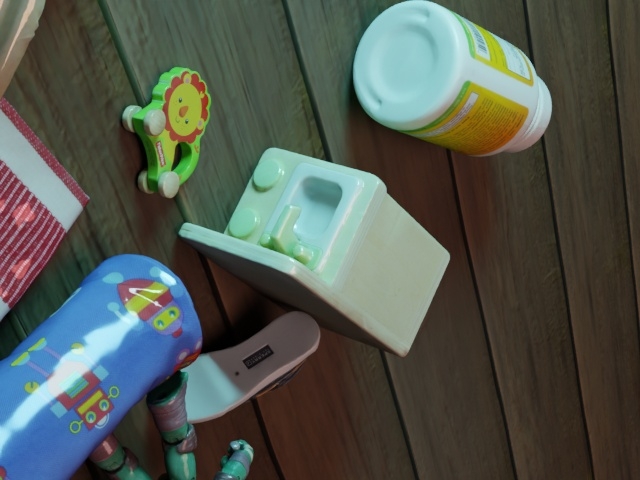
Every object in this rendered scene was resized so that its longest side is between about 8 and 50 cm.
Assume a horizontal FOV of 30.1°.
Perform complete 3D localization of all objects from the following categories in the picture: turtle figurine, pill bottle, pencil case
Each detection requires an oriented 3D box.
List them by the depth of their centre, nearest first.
[{"bbox_3d":[-0.222,0.136,0.957,0.119,0.133,0.306,51,49,-9],"label":"pencil case"},{"bbox_3d":[-0.132,0.242,1.107,0.175,0.118,0.234,-30,117,-16],"label":"turtle figurine"},{"bbox_3d":[0.157,-0.168,1.318,0.245,0.136,0.136,12,94,-53],"label":"pill bottle"}]

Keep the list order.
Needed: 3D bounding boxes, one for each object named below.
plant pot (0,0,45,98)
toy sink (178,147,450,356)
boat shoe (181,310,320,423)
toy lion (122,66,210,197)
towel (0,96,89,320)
[{"bbox_3d":[-0.339,-0.183,0.534,0.305,0.333,0.334,18,89,-52],"label":"plant pot"},{"bbox_3d":[0.000,0.000,1.176,0.234,0.152,0.131,38,73,-49],"label":"toy sink"},{"bbox_3d":[-0.083,0.140,1.198,0.183,0.065,0.083,-26,161,-21],"label":"boat shoe"},{"bbox_3d":[-0.131,-0.102,1.074,0.096,0.034,0.100,-42,134,-44],"label":"toy lion"},{"bbox_3d":[-0.324,0.024,0.875,0.329,0.037,0.237,-55,140,-22],"label":"towel"}]
